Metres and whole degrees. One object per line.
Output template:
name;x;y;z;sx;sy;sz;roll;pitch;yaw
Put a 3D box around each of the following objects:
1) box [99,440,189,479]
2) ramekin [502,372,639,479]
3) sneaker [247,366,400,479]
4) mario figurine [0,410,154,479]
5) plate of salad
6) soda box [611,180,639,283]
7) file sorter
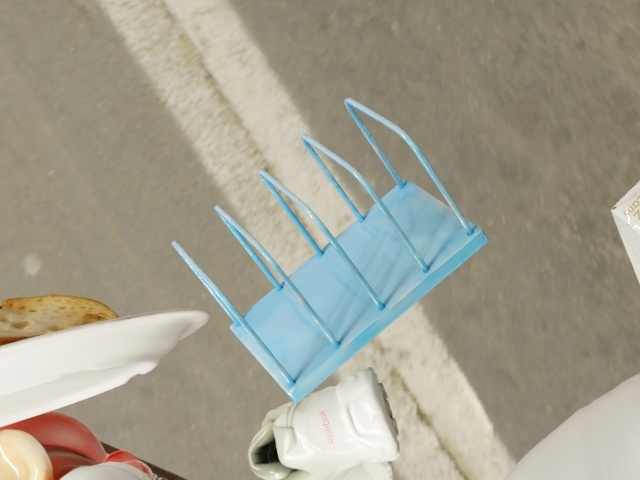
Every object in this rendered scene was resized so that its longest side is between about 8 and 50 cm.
box;-0.167;0.274;1.085;0.168;0.203;0.167;23;108;3
ramekin;0.157;0.150;0.408;0.277;0.135;0.277;-2;120;-3
sneaker;-0.003;0.160;1.198;0.115;0.232;0.090;-15;71;-4
mario figurine;-0.097;0.187;0.686;0.320;0.170;0.198;7;95;37
plate of salad;-0.147;0.054;0.655;0.199;0.200;0.048;-20;82;10
soda box;0.193;0.024;0.663;0.069;0.216;0.074;-45;61;-1
file sorter;0.000;0.000;1.014;0.170;0.118;0.104;-40;120;-5
